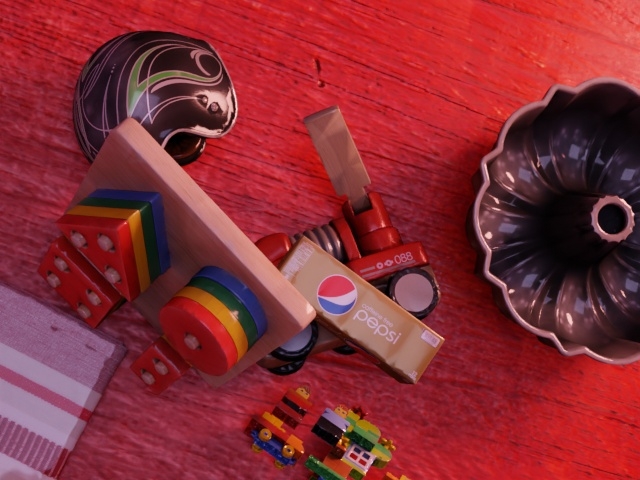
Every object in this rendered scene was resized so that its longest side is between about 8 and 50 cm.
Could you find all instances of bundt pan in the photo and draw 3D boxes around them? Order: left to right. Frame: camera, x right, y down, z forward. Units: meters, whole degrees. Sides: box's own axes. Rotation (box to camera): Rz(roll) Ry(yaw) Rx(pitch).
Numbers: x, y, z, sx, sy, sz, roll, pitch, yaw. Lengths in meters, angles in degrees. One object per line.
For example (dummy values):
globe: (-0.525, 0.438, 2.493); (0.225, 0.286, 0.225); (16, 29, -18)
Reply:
bundt pan: (0.319, -0.018, 1.213); (0.331, 0.124, 0.330); (1, 84, -9)

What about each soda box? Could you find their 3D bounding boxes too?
soda box: (0.034, 0.073, 1.055); (0.181, 0.061, 0.058); (37, 78, -4)

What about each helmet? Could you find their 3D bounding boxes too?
helmet: (-0.188, -0.141, 1.116); (0.161, 0.169, 0.169); (-17, 87, -28)

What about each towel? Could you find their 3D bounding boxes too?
towel: (-0.389, 0.204, 1.105); (0.237, 0.037, 0.329); (29, 80, -6)

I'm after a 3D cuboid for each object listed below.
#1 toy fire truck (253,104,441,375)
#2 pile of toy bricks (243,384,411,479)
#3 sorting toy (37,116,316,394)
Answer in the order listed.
toy fire truck: (0.000, 0.000, 1.151); (0.217, 0.158, 0.246); (-17, 75, -11)
pile of toy bricks: (0.031, 0.231, 1.156); (0.212, 0.118, 0.105); (35, 40, 6)
sorting toy: (-0.167, 0.045, 1.042); (0.257, 0.255, 0.089); (47, 57, -2)
